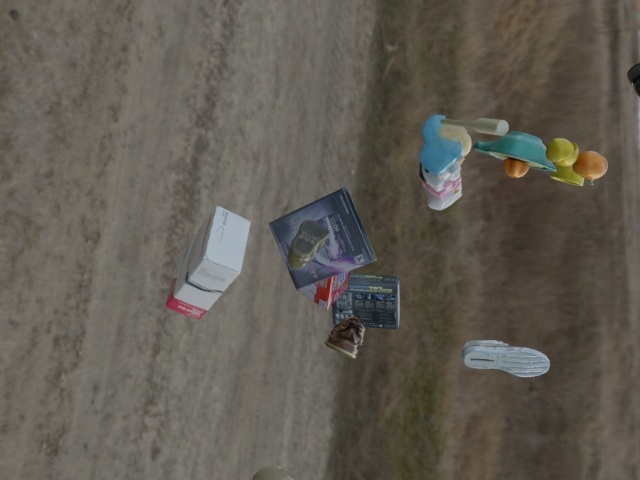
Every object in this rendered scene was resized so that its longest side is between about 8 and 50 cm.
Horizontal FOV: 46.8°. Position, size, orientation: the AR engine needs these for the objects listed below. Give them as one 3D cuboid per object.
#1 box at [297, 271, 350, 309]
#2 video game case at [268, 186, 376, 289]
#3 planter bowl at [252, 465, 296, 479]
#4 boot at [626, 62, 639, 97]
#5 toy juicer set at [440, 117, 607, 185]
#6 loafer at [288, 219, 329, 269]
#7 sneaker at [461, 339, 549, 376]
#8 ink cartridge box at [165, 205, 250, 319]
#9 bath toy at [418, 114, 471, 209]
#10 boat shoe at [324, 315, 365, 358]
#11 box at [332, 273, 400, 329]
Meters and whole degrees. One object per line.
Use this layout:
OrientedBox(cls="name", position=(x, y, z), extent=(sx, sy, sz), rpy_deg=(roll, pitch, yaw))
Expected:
OrientedBox(cls="box", position=(0.014, 0.078, 2.298), extent=(0.122, 0.128, 0.257), rpy_deg=(-46, 157, -34))
OrientedBox(cls="video game case", position=(0.000, 0.000, 1.891), extent=(0.026, 0.274, 0.196), rpy_deg=(-23, 90, -51))
OrientedBox(cls="planter bowl", position=(-0.133, 0.708, 2.089), extent=(0.162, 0.162, 0.109), rpy_deg=(61, 2, -46))
OrientedBox(cls="boot", position=(0.795, -0.279, 1.594), extent=(0.091, 0.262, 0.229), rpy_deg=(94, -11, -66))
OrientedBox(cls="toy juicer set", position=(0.410, -0.168, 1.474), extent=(0.209, 0.328, 0.090), rpy_deg=(-134, -119, -80))
OrientedBox(cls="loafer", position=(-0.027, 0.006, 1.337), extent=(0.050, 0.056, 0.148), rpy_deg=(-60, 173, 27))
OrientedBox(cls="sneaker", position=(0.548, 0.337, 2.198), extent=(0.091, 0.258, 0.094), rpy_deg=(-76, 175, -64))
OrientedBox(cls="ink cartridge box", position=(-0.275, 0.057, 1.808), extent=(0.100, 0.237, 0.172), rpy_deg=(25, 45, -20))
OrientedBox(cls="bath toy", position=(0.300, -0.187, 1.832), extent=(0.129, 0.151, 0.348), rpy_deg=(52, -3, 16))
OrientedBox(cls="boat shoe", position=(0.048, 0.172, 1.346), extent=(0.178, 0.064, 0.060), rpy_deg=(-18, 133, -86))
OrientedBox(cls="box", position=(0.154, 0.206, 2.515), extent=(0.059, 0.232, 0.183), rpy_deg=(-68, 157, -59))
